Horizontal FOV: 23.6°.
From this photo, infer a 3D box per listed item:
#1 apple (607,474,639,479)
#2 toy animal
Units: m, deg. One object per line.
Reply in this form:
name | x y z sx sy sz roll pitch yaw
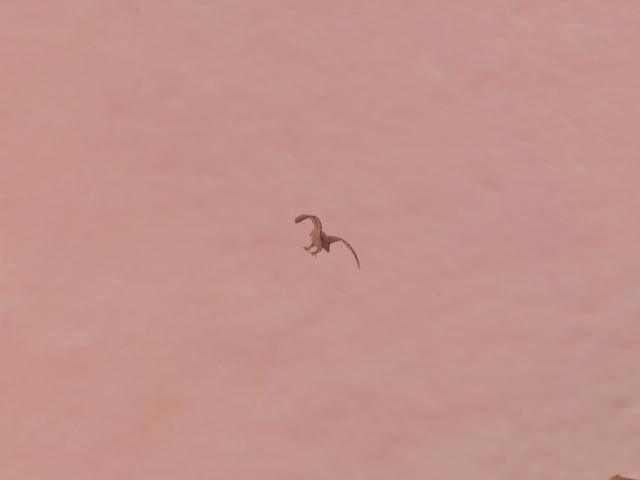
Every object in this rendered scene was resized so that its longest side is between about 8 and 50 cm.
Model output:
apple | 0.374 0.359 1.499 0.163 0.293 0.251 -45 106 -36
toy animal | -0.001 0.000 1.436 0.084 0.050 0.028 37 71 -29
